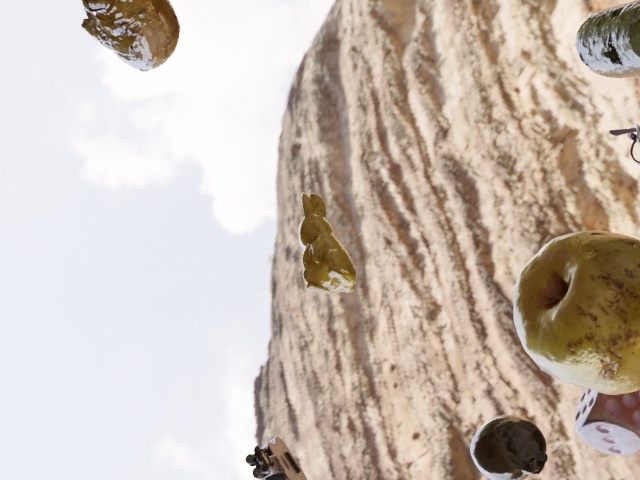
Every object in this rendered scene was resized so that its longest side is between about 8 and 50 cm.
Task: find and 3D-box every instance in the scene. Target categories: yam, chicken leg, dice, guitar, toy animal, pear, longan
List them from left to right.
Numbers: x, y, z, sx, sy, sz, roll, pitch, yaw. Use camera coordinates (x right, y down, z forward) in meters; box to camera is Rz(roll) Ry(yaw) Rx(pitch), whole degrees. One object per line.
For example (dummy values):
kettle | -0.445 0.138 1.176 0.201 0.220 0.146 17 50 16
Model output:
chicken leg | -0.229 -0.277 1.091 0.101 0.207 0.085 25 -110 30
guitar | -0.061 0.283 1.219 0.038 0.271 0.084 -36 -105 -3
toy animal | 0.001 0.002 1.446 0.083 0.070 0.159 18 -137 -49
longan | 0.277 0.303 1.411 0.106 0.119 0.106 -8 -74 -32
pear | 0.286 0.076 0.990 0.178 0.178 0.178 8 -122 -13
dice | 0.424 0.248 1.406 0.091 0.093 0.094 25 -125 5
yam | 0.280 -0.174 0.838 0.069 0.146 0.070 -2 -83 -15

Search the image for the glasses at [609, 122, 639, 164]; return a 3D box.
glasses | 0.439 -0.137 1.291 0.103 0.063 0.140 31 -177 -38
